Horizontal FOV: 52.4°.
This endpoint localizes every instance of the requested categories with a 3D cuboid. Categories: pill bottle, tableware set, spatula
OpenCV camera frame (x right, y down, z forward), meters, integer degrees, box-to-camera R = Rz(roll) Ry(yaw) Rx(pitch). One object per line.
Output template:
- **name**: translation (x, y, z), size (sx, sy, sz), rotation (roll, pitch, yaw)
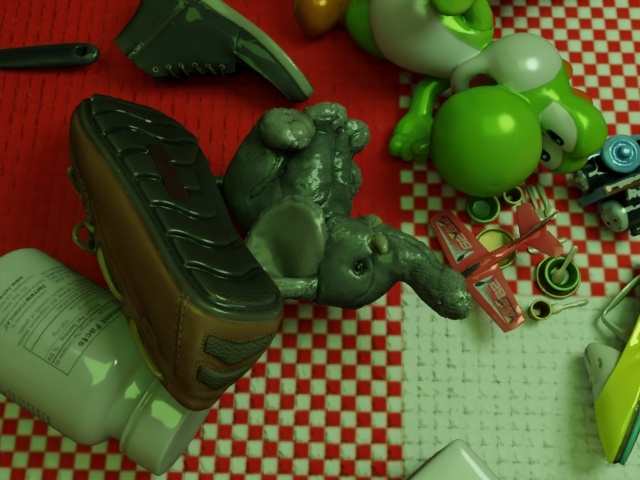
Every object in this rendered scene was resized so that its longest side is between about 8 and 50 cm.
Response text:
- **pill bottle**: translation (-0.217, 0.115, 0.614), size (0.229, 0.131, 0.131), rotation (29, 76, 8)
- **tableware set**: translation (0.219, 0.010, 0.697), size (0.104, 0.024, 0.154), rotation (-14, 75, -3)
- **spatula**: translation (-0.404, -0.219, 0.764), size (0.297, 0.030, 0.084), rotation (1, 72, 1)

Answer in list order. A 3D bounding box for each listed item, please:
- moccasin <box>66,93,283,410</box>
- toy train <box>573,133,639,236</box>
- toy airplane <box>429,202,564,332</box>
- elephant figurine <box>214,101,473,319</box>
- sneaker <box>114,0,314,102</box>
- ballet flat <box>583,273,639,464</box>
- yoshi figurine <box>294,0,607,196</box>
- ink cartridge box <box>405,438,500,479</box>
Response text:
- **moccasin**: translation (-0.160, -0.012, 0.620), size (0.380, 0.139, 0.147), rotation (51, 122, 33)
- **toy train**: translation (0.366, -0.073, 0.694), size (0.184, 0.080, 0.105), rotation (-20, 81, -6)
- **toy airplane**: translation (0.182, 0.015, 0.676), size (0.151, 0.028, 0.151), rotation (-7, 75, 27)
- **elephant figurine**: translation (0.000, 0.000, 0.626), size (0.169, 0.186, 0.239), rotation (-5, 65, -27)
- **sneaker**: translation (-0.119, -0.202, 0.744), size (0.222, 0.083, 0.118), rotation (39, 96, 4)
- **ballet flat**: translation (0.311, 0.108, 0.651), size (0.077, 0.077, 0.231), rotation (25, 72, 29)
- **yoshi figurine**: translation (0.118, -0.182, 0.673), size (0.362, 0.203, 0.203), rotation (44, 103, 13)
- **ink cartridge box**: translation (0.131, 0.398, 0.494), size (0.279, 0.160, 0.384), rotation (-38, 71, -13)
